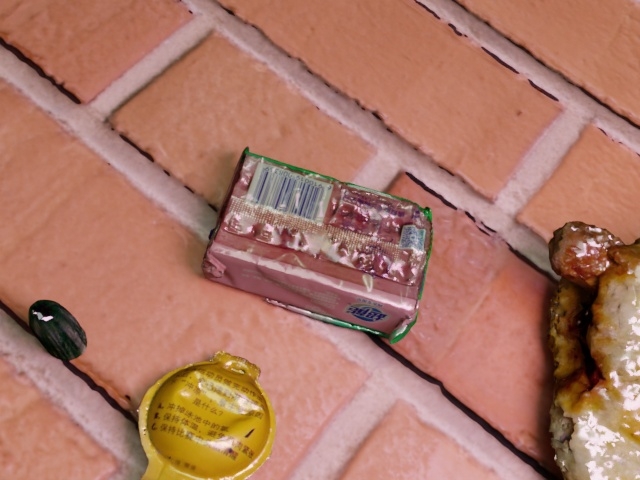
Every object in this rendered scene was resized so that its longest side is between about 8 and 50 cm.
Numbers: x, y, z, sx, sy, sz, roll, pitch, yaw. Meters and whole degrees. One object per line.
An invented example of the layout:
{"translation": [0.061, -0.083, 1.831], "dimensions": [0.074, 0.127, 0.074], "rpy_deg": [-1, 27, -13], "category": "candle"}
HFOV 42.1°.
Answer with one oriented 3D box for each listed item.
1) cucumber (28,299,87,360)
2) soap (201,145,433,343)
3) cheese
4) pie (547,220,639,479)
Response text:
{"translation": [-0.298, 0.095, 0.936], "dimensions": [0.048, 0.105, 0.048], "rpy_deg": [-1, 61, 2], "category": "cucumber"}
{"translation": [0.000, -0.001, 1.034], "dimensions": [0.273, 0.098, 0.217], "rpy_deg": [17, 62, -1], "category": "soap"}
{"translation": [-0.137, 0.229, 0.901], "dimensions": [0.157, 0.064, 0.250], "rpy_deg": [22, 51, 3], "category": "cheese"}
{"translation": [0.455, 0.179, 0.984], "dimensions": [0.395, 0.180, 0.417], "rpy_deg": [-3, 77, -4], "category": "pie"}
